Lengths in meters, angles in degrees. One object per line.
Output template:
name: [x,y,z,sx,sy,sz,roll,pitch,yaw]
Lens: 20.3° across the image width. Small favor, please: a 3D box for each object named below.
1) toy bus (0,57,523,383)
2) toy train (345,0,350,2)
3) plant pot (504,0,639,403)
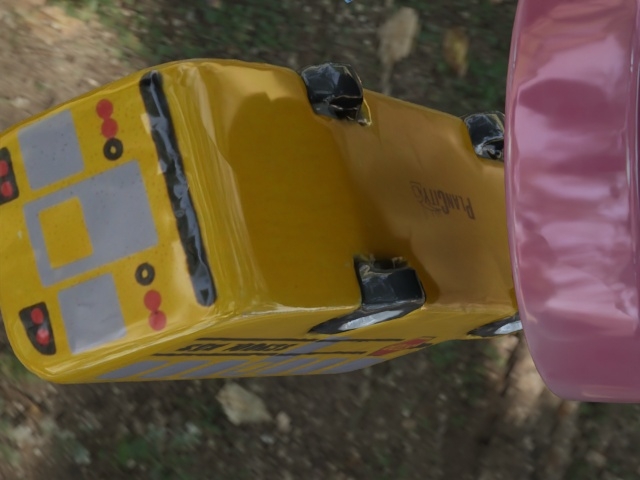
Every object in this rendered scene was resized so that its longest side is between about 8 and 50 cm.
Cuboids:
toy bus: [0.000,0.000,0.813,0.333,0.130,0.108,6,65,-64]
toy train: [0.002,-0.233,1.084,0.080,0.105,0.184,-31,99,13]
plant pot: [0.187,-0.033,0.735,0.201,0.180,0.201,-1,90,-69]
